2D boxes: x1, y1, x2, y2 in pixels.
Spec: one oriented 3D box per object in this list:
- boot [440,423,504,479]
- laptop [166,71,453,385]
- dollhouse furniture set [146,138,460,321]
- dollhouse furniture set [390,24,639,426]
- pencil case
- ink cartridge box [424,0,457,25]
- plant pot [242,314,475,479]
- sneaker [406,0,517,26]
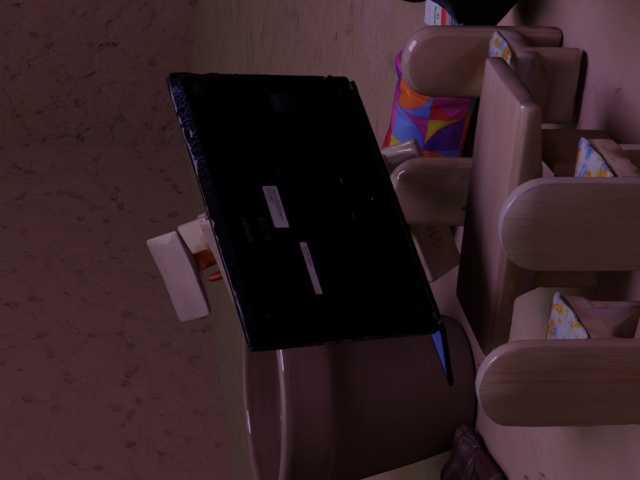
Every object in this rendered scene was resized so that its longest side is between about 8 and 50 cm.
[{"bbox_3d":[0.165,0.266,1.492,0.114,0.037,0.106,-124,31,-59],"label":"boot"},{"bbox_3d":[0.000,-0.001,1.130,0.136,0.264,0.234,-47,55,48],"label":"laptop"},{"bbox_3d":[0.000,0.000,1.449,0.259,0.262,0.135,-17,97,35],"label":"dollhouse furniture set"},{"bbox_3d":[0.114,-0.106,1.099,0.362,0.257,0.394,-107,19,-63],"label":"dollhouse furniture set"},{"bbox_3d":[0.110,-0.103,1.540,0.236,0.105,0.104,102,161,-44],"label":"pencil case"},{"bbox_3d":[0.143,-0.257,1.518,0.115,0.029,0.062,-125,35,-69],"label":"ink cartridge box"},{"bbox_3d":[0.043,0.167,1.570,0.263,0.229,0.263,179,90,-77],"label":"plant pot"},{"bbox_3d":[0.113,-0.256,1.287,0.083,0.221,0.087,-48,54,21],"label":"sneaker"}]
